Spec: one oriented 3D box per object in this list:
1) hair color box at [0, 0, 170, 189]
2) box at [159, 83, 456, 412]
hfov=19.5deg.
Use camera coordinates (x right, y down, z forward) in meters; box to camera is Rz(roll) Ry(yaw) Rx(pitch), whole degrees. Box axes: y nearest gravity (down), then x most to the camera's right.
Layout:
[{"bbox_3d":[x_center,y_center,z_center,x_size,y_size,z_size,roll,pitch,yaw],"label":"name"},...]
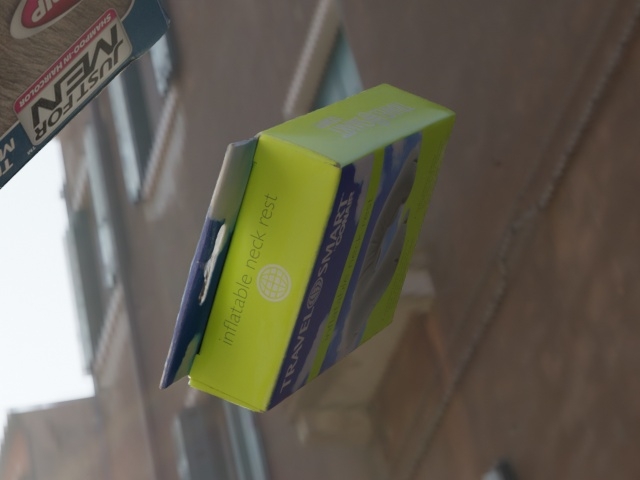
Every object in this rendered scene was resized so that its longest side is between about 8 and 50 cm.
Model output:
[{"bbox_3d":[-0.241,-0.130,0.686,0.174,0.347,0.105,-47,-29,-16],"label":"hair color box"},{"bbox_3d":[0.000,0.000,0.775,0.042,0.178,0.109,22,-72,16],"label":"box"}]
